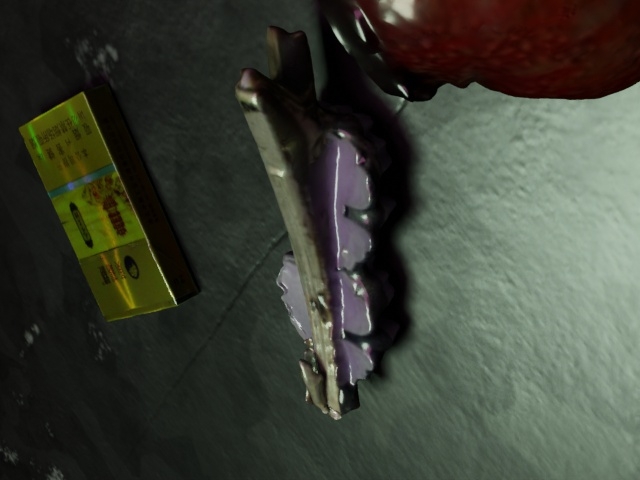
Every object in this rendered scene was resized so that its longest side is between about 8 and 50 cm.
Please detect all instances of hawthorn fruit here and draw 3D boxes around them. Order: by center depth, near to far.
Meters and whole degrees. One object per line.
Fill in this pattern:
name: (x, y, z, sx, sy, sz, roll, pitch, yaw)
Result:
hawthorn fruit: (0.104, -0.174, 0.483, 0.189, 0.189, 0.251, 43, 119, 20)

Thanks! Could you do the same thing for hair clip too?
hair clip: (0.000, 0.000, 0.756, 0.106, 0.084, 0.292, 13, 126, 35)

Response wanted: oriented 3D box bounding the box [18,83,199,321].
box: (-0.186, -0.027, 0.959, 0.121, 0.030, 0.193, -15, 100, 49)
